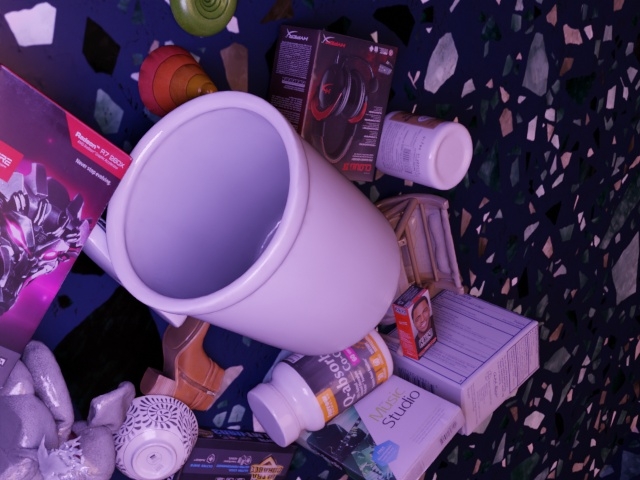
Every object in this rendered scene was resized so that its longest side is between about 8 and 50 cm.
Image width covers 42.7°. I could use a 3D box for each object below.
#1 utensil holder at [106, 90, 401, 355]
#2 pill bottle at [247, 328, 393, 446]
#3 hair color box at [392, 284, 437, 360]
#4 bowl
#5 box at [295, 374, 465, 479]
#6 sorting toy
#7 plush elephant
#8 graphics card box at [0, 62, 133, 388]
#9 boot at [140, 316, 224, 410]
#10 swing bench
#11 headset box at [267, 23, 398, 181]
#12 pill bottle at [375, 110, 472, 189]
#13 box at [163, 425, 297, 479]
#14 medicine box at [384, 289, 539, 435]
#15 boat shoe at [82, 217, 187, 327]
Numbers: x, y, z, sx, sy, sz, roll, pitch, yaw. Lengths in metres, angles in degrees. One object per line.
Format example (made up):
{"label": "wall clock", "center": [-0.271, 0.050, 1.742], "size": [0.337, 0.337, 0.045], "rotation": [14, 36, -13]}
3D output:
{"label": "utensil holder", "center": [-0.085, -0.003, 1.290], "size": [0.385, 0.327, 0.328], "rotation": [33, 81, -57]}
{"label": "pill bottle", "center": [0.000, 0.287, 1.672], "size": [0.278, 0.162, 0.162], "rotation": [-32, 126, -24]}
{"label": "hair color box", "center": [0.194, 0.168, 1.670], "size": [0.072, 0.043, 0.141], "rotation": [-41, 131, -32]}
{"label": "bowl", "center": [-0.294, 0.362, 1.427], "size": [0.170, 0.080, 0.170], "rotation": [-6, 113, -14]}
{"label": "box", "center": [0.105, 0.381, 1.704], "size": [0.232, 0.322, 0.058], "rotation": [-44, 129, -25]}
{"label": "sorting toy", "center": [-0.163, -0.358, 1.294], "size": [0.127, 0.126, 0.366], "rotation": [19, 92, -47]}
{"label": "plush elephant", "center": [-0.416, 0.301, 1.215], "size": [0.272, 0.330, 0.255], "rotation": [-64, 156, -15]}
{"label": "graphics card box", "center": [-0.434, -0.018, 1.072], "size": [0.233, 0.094, 0.371], "rotation": [40, 74, -44]}
{"label": "boot", "center": [-0.225, 0.218, 1.498], "size": [0.152, 0.073, 0.197], "rotation": [32, 95, -45]}
{"label": "swing bench", "center": [0.165, 0.062, 1.762], "size": [0.254, 0.165, 0.253], "rotation": [-41, 130, -34]}
{"label": "headset box", "center": [0.012, -0.234, 1.525], "size": [0.218, 0.110, 0.293], "rotation": [-1, 106, -45]}
{"label": "pill bottle", "center": [0.172, -0.187, 1.617], "size": [0.131, 0.229, 0.131], "rotation": [-18, 118, -39]}
{"label": "box", "center": [-0.212, 0.523, 1.628], "size": [0.295, 0.073, 0.293], "rotation": [20, 90, -46]}
{"label": "medicine box", "center": [0.323, 0.272, 1.921], "size": [0.289, 0.263, 0.149], "rotation": [-32, 127, -32]}
{"label": "boat shoe", "center": [-0.289, 0.030, 1.333], "size": [0.102, 0.108, 0.301], "rotation": [-54, 137, -15]}
